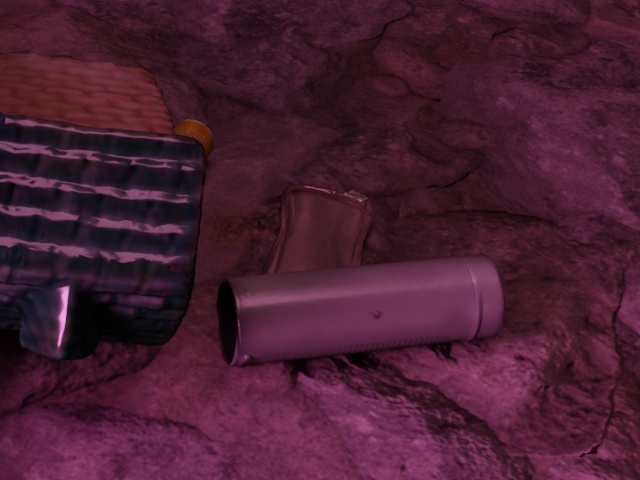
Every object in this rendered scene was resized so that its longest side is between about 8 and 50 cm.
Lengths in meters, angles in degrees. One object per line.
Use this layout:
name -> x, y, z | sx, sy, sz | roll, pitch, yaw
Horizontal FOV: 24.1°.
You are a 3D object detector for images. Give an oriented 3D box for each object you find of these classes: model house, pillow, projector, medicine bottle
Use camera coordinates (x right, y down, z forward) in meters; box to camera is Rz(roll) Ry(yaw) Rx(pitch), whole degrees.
model house -> -0.364, 0.000, 1.539 | 0.445, 0.395, 0.400 | 5, 20, -18
pillow -> 0.000, 0.000, 1.940 | 0.130, 0.038, 0.233 | 11, 38, 0
projector -> 0.049, 0.083, 1.789 | 0.337, 0.108, 0.108 | -5, 40, -16
medicine bottle -> -0.205, -0.083, 1.985 | 0.074, 0.074, 0.218 | 15, 37, 9
